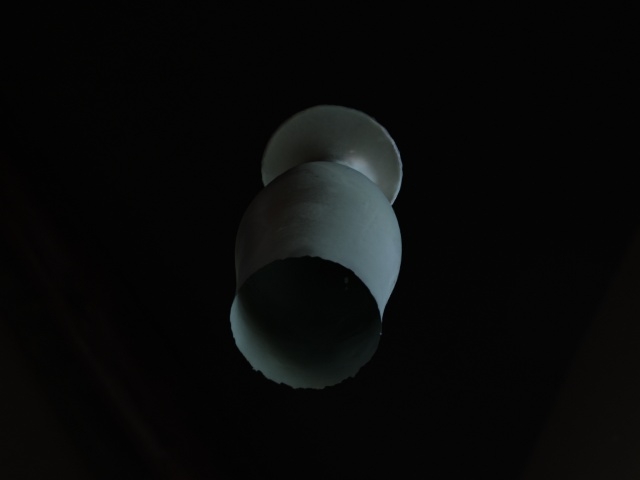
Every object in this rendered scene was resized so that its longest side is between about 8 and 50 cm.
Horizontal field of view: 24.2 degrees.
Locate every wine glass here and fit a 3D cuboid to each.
[{"bbox_3d":[0.000,0.000,0.833,0.093,0.093,0.202,-57,-170,26],"label":"wine glass"}]
